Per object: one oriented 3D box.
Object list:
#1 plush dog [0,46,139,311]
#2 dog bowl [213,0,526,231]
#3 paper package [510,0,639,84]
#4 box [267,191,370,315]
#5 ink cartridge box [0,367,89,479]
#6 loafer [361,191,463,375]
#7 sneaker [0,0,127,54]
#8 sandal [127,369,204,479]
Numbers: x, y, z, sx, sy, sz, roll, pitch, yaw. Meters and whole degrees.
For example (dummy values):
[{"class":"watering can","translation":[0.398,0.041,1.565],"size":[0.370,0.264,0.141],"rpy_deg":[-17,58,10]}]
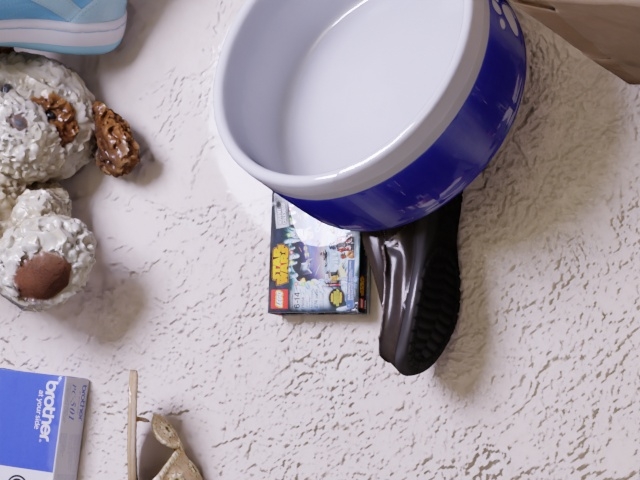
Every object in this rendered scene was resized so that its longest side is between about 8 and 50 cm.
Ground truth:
[{"class":"plush dog","translation":[-0.303,-0.075,1.806],"size":[0.262,0.210,0.225],"rpy_deg":[31,82,-1]},{"class":"dog bowl","translation":[0.042,-0.145,1.618],"size":[0.264,0.104,0.265],"rpy_deg":[-18,56,29]},{"class":"paper package","translation":[0.299,-0.295,1.438],"size":[0.168,0.309,0.325],"rpy_deg":[10,86,30]},{"class":"box","translation":[0.000,0.000,1.702],"size":[0.094,0.027,0.137],"rpy_deg":[-3,81,27]},{"class":"ink cartridge box","translation":[-0.287,0.230,1.801],"size":[0.097,0.046,0.207],"rpy_deg":[5,84,26]},{"class":"loafer","translation":[0.077,0.012,1.641],"size":[0.078,0.080,0.220],"rpy_deg":[-1,72,31]},{"class":"sneaker","translation":[-0.301,-0.286,1.714],"size":[0.127,0.319,0.208],"rpy_deg":[46,125,37]},{"class":"sandal","translation":[-0.142,0.240,1.726],"size":[0.079,0.088,0.240],"rpy_deg":[2,90,-5]}]
